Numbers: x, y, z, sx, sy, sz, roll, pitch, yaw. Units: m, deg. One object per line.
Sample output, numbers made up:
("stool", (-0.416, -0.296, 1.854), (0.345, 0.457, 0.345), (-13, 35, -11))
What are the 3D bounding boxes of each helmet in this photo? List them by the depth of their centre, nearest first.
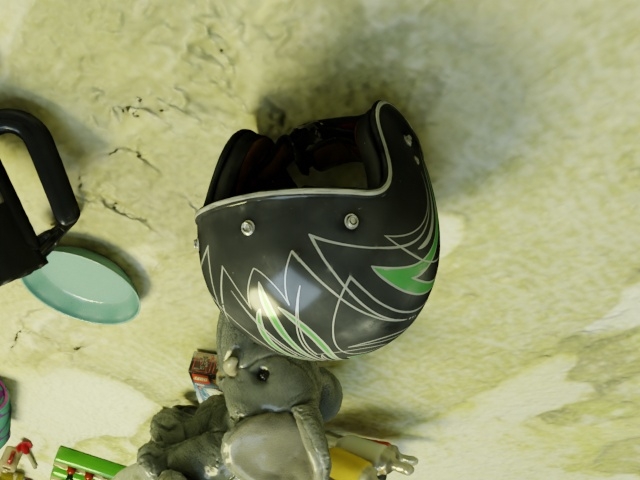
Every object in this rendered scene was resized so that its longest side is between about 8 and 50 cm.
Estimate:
("helmet", (0.000, 0.000, 0.526), (0.169, 0.161, 0.169), (9, 142, 7))

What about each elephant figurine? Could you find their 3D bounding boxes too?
("elephant figurine", (-0.050, 0.164, 0.743), (0.186, 0.169, 0.239), (18, 124, -43))

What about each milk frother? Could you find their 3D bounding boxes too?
("milk frother", (-0.264, -0.033, 0.632), (0.143, 0.129, 0.134), (-2, 111, 66))

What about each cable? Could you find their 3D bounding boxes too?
("cable", (-0.027, 0.224, 0.920), (0.287, 0.072, 0.139), (19, -173, 21))

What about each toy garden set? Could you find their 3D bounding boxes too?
("toy garden set", (-0.418, 0.382, 1.243), (0.204, 0.049, 0.244), (21, 142, -9))

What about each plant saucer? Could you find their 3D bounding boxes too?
("plant saucer", (-0.227, 0.040, 0.766), (0.119, 0.021, 0.119), (8, 143, 6))

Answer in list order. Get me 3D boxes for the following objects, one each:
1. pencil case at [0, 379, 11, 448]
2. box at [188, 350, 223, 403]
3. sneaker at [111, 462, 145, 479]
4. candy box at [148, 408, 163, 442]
("pencil case", (-0.439, 0.228, 1.040), (0.070, 0.064, 0.151), (6, 145, -16))
("box", (-0.068, 0.163, 0.868), (0.137, 0.027, 0.094), (8, 144, 8))
("sneaker", (-0.132, 0.325, 0.961), (0.240, 0.091, 0.126), (-2, 141, 16))
("candy box", (-0.157, 0.289, 1.039), (0.109, 0.053, 0.186), (12, 144, 2))
